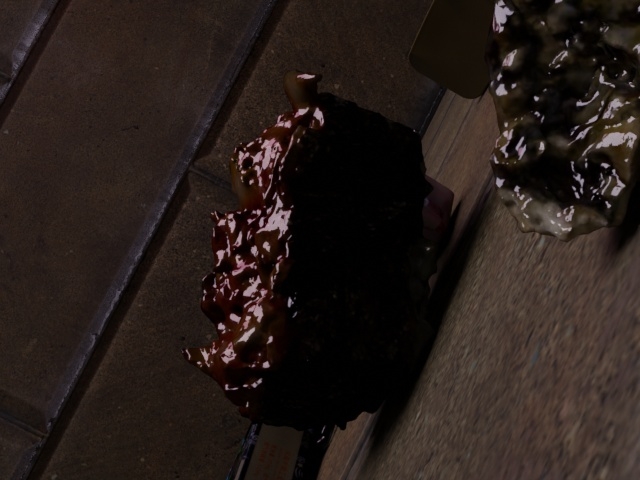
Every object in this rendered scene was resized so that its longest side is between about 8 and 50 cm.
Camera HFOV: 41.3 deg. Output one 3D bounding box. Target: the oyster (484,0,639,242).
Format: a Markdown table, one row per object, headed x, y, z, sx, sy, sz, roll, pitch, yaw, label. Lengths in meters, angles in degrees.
| x | y | z | sx | sy | sz | roll | pitch | yaw | label |
| --- | --- | --- | --- | --- | --- | --- | --- | --- | --- |
| 0.120 | -0.136 | 0.410 | 0.223 | 0.083 | 0.214 | -104 | 18 | -57 | oyster |

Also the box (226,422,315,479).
| x | y | z | sx | sy | sz | roll | pitch | yaw | label |
| --- | --- | --- | --- | --- | --- | --- | --- | --- | --- |
| -0.089 | 0.348 | 1.113 | 0.310 | 0.084 | 0.198 | -71 | 3 | -67 | box |

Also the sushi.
| x | y | z | sx | sy | sz | roll | pitch | yaw | label |
| --- | --- | --- | --- | --- | --- | --- | --- | --- | --- |
| 0.000 | 0.000 | 0.798 | 0.196 | 0.182 | 0.343 | -28 | 50 | 47 | sushi |

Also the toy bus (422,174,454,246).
| x | y | z | sx | sy | sz | roll | pitch | yaw | label |
| --- | --- | --- | --- | --- | --- | --- | --- | --- | --- |
| 0.041 | 0.041 | 1.050 | 0.127 | 0.147 | 0.303 | -68 | 4 | -59 | toy bus |

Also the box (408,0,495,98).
| x | y | z | sx | sy | sz | roll | pitch | yaw | label |
| --- | --- | --- | --- | --- | --- | --- | --- | --- | --- |
| 0.245 | -0.346 | 1.387 | 0.090 | 0.144 | 0.201 | -59 | -4 | -34 | box |

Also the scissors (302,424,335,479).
| x | y | z | sx | sy | sz | roll | pitch | yaw | label |
| --- | --- | --- | --- | --- | --- | --- | --- | --- | --- |
| -0.010 | 0.286 | 1.261 | 0.109 | 0.022 | 0.300 | -64 | 2 | -4 | scissors |
